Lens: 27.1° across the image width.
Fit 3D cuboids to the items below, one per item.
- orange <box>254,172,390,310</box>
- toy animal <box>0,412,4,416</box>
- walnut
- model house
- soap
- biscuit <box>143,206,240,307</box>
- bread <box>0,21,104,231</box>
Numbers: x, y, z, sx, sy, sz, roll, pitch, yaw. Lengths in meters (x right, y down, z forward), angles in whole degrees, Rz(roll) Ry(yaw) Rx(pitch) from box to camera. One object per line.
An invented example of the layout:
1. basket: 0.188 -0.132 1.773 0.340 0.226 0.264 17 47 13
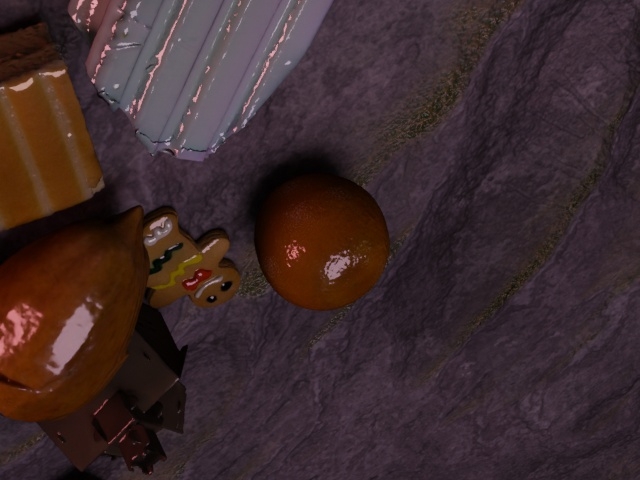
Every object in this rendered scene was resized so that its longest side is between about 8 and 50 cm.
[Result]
1. orange: 0.000 0.000 1.871 0.206 0.206 0.206 -19 139 -17
2. toy animal: -0.547 0.232 1.759 0.081 0.206 0.367 -20 150 32
3. walnut: -0.335 0.086 1.741 0.209 0.209 0.336 27 102 -47
4. model house: -0.271 0.233 1.894 0.211 0.243 0.204 -45 140 15
5. soap: -0.121 -0.307 1.503 0.261 0.156 0.446 3 129 -36
6. biscuit: -0.200 0.041 1.911 0.158 0.035 0.240 -43 140 15
7. bread: -0.394 -0.110 1.562 0.239 0.111 0.246 -21 142 -9
